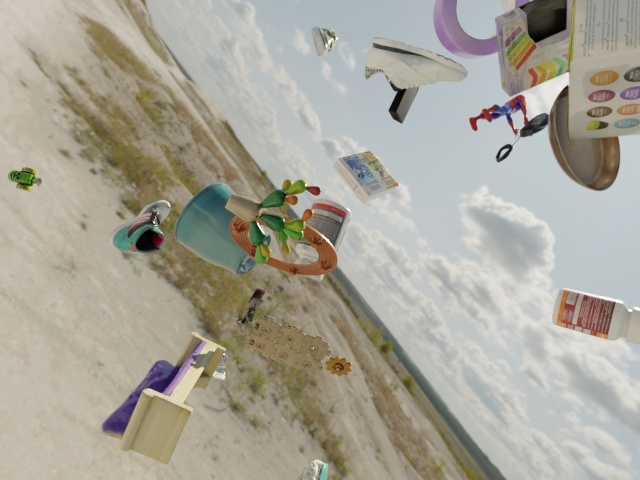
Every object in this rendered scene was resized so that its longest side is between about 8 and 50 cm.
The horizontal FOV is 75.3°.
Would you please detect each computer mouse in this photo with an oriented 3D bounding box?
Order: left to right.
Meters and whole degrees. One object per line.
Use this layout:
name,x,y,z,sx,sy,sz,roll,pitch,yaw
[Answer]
computer mouse,0.663,-0.330,1.355,0.041,0.242,0.071,50,-6,-20

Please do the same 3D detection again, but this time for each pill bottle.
pill bottle,0.000,0.000,1.738,0.176,0.319,0.176,20,-12,4
pill bottle,0.824,0.225,1.233,0.221,0.121,0.121,14,-26,37

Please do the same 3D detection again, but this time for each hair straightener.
hair straightener,-0.272,0.272,1.558,0.047,0.230,0.089,24,44,-20

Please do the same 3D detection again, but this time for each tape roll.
tape roll,0.499,-0.721,1.297,0.275,0.274,0.090,52,7,-15

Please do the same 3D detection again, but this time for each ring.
ring,-0.112,0.025,1.215,0.336,0.032,0.337,15,-29,9

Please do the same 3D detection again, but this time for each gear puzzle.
gear puzzle,-0.054,0.337,1.309,0.338,0.175,0.044,21,33,1

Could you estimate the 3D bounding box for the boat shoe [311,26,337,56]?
boat shoe,0.020,-0.828,1.698,0.302,0.094,0.109,-90,165,-59

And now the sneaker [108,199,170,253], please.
sneaker,-0.677,-0.051,1.674,0.178,0.295,0.124,19,-42,25

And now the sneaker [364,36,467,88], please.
sneaker,0.219,-0.393,0.956,0.235,0.095,0.090,13,25,-4

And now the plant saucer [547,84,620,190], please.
plant saucer,0.734,-0.285,1.166,0.311,0.310,0.050,52,-28,-13

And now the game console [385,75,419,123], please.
game console,0.330,-0.656,1.739,0.044,0.213,0.361,26,2,27

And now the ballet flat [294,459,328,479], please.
ballet flat,-0.084,0.703,0.942,0.147,0.147,0.409,52,37,-33

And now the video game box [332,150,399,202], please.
video game box,0.172,-0.241,1.542,0.187,0.205,0.048,54,-44,12

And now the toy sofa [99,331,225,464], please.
toy sofa,-0.388,0.373,1.074,0.177,0.150,0.362,27,8,-4

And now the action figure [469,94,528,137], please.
action figure,0.623,-0.398,1.377,0.139,0.280,0.091,61,-32,-2

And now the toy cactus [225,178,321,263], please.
toy cactus,-0.114,-0.056,0.900,0.180,0.219,0.112,25,32,-20

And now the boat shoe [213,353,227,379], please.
boat shoe,-0.364,0.410,1.375,0.183,0.065,0.083,71,22,-65

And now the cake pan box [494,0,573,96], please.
cake pan box,0.660,-0.595,1.231,0.267,0.245,0.070,55,18,-47

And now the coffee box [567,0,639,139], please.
coffee box,0.745,-0.462,0.920,0.334,0.338,0.337,3,-14,31

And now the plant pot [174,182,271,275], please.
plant pot,-0.324,-0.022,1.470,0.255,0.272,0.271,37,-4,14

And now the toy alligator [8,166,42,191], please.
toy alligator,-0.730,-0.154,1.018,0.051,0.056,0.189,19,-7,-43
